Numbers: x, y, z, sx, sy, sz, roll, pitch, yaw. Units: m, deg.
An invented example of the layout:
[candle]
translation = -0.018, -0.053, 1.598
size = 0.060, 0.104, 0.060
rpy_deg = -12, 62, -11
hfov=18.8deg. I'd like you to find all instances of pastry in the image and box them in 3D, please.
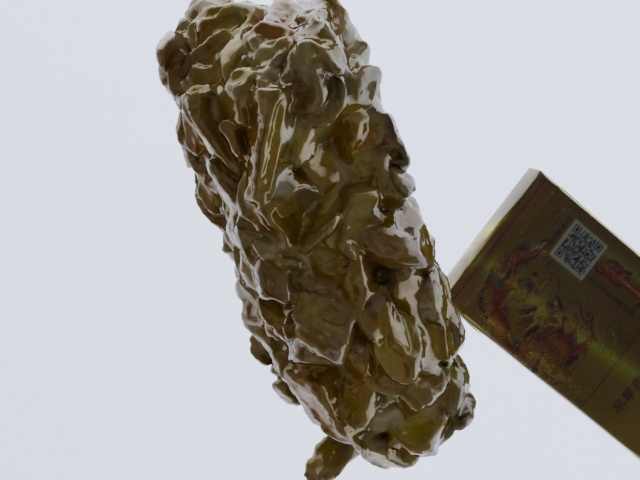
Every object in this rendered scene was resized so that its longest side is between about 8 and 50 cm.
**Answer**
[pastry]
translation = 0.000, 0.000, 0.953
size = 0.102, 0.154, 0.250
rpy_deg = -24, -65, -13

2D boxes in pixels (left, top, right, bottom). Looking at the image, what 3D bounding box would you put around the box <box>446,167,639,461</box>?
[box]
translation = 0.144, 0.042, 1.028
size = 0.156, 0.022, 0.089
rpy_deg = 37, -94, -15
